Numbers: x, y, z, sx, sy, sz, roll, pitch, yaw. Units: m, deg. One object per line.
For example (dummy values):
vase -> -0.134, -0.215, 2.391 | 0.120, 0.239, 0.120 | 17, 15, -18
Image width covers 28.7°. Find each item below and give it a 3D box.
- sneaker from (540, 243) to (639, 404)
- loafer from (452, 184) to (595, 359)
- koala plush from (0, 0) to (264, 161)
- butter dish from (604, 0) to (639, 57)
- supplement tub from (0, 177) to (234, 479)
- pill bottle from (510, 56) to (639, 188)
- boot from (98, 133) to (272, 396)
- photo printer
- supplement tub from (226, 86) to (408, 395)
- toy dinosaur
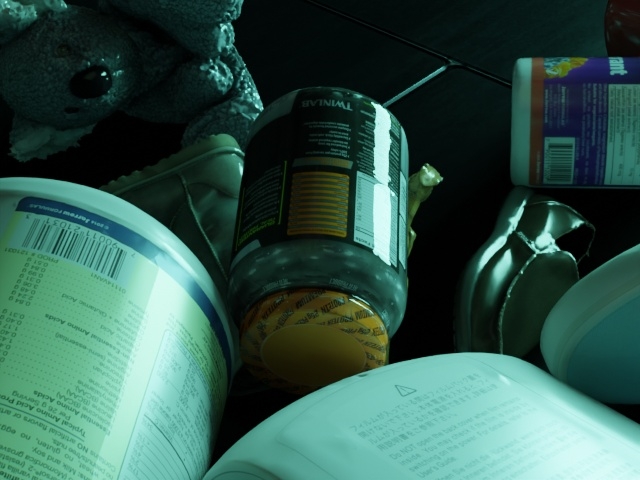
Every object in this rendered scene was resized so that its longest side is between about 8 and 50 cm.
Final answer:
sneaker -> 0.330, 0.069, 0.785 | 0.366, 0.135, 0.150 | -8, 36, 0
loafer -> 0.149, 0.033, 0.894 | 0.078, 0.080, 0.220 | 9, 41, 19
koala plush -> -0.184, -0.159, 1.108 | 0.221, 0.196, 0.203 | -16, 28, -12
butter dish -> 0.308, -0.171, 1.096 | 0.160, 0.160, 0.118 | 20, 68, 29
supplement tub -> -0.184, 0.145, 0.676 | 0.235, 0.235, 0.325 | 1, 39, 9
pill bottle -> 0.253, -0.095, 1.017 | 0.193, 0.108, 0.108 | 1, 39, 9
boot -> -0.096, 0.034, 0.940 | 0.190, 0.076, 0.208 | -32, 59, 7
photo printer -> 0.105, 0.169, 0.663 | 0.307, 0.107, 0.256 | 29, 29, 35
supplement tub -> 0.000, 0.000, 0.828 | 0.117, 0.117, 0.190 | -1, 49, 7
toy dinosaur -> 0.041, 0.045, 0.894 | 0.064, 0.112, 0.211 | 13, 75, -23
